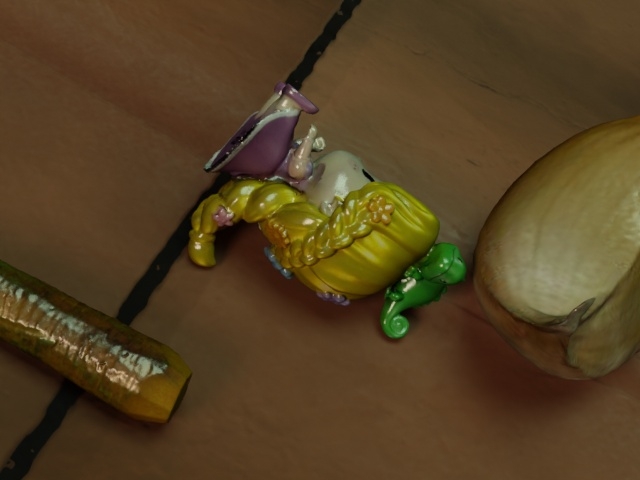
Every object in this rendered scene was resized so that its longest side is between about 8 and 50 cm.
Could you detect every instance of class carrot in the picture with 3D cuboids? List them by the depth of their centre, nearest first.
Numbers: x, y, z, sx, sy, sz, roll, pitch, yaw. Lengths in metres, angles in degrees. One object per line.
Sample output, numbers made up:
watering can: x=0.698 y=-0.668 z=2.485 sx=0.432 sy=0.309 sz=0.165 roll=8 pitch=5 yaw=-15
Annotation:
carrot: x=-0.145 y=0.040 z=0.566 sx=0.171 sy=0.042 sz=0.042 roll=28 pitch=46 yaw=2

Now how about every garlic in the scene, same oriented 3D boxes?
garlic: x=0.160 y=0.020 z=0.674 sx=0.206 sy=0.128 sz=0.115 roll=-51 pitch=123 yaw=-38

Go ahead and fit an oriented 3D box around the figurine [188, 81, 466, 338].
figurine: x=0.000 y=0.000 z=0.648 sx=0.156 sy=0.115 sz=0.095 roll=40 pitch=10 yaw=-13
